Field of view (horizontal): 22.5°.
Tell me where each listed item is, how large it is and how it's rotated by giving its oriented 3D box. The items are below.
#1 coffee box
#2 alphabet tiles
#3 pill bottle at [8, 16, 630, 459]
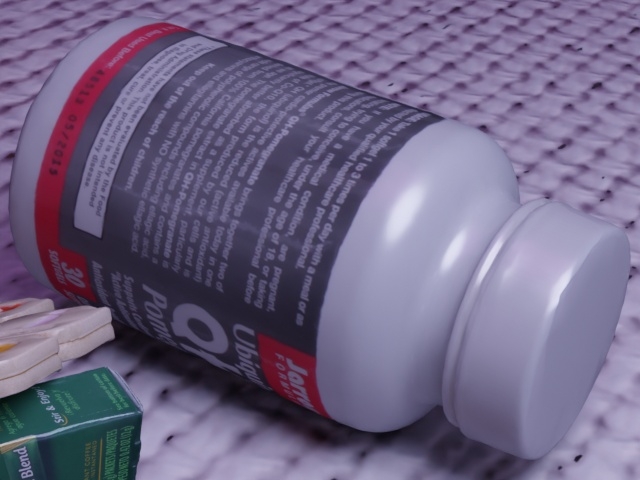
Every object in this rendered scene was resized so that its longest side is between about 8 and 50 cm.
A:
[{"bbox_3d":[-0.170,0.128,0.699,0.184,0.113,0.040,-11,37,-31],"label":"coffee box"},{"bbox_3d":[-0.247,0.070,0.746,0.284,0.021,0.278,-10,7,12],"label":"alphabet tiles"},{"bbox_3d":[0.000,0.000,0.892,0.319,0.176,0.176,22,33,25],"label":"pill bottle"}]
